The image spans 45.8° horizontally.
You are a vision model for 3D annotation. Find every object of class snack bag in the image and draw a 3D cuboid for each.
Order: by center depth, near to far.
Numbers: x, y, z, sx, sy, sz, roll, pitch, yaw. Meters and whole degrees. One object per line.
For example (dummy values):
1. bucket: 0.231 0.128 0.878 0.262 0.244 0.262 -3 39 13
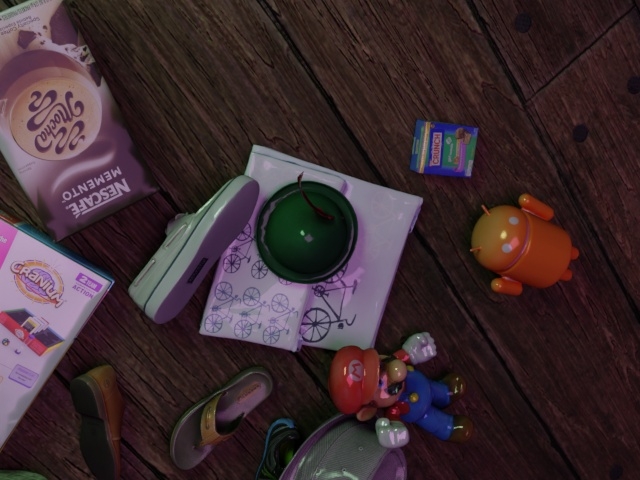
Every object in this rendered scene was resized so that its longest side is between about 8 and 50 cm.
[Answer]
1. snack bag: -0.007 0.038 1.290 0.342 0.037 0.323 15 95 -25

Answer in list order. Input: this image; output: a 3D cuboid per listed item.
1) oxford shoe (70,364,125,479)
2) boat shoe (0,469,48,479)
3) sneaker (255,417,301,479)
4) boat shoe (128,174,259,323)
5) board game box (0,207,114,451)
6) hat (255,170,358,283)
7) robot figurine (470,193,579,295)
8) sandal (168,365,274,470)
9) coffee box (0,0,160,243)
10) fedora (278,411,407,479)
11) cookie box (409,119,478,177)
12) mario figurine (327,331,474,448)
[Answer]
1. oxford shoe: -0.336 0.295 1.200 0.076 0.076 0.213 -35 132 -54
2. boat shoe: -0.632 0.419 1.043 0.499 0.186 0.156 6 94 -28
3. sneaker: -0.070 0.408 1.324 0.067 0.078 0.188 6 100 -23
4. boat shoe: -0.200 0.000 1.175 0.268 0.088 0.096 -56 159 5
5. board game box: -0.490 0.124 1.096 0.242 0.064 0.317 35 87 -25
6. hat: 0.000 0.000 1.164 0.208 0.183 0.173 20 93 -24
7. robot figurine: 0.368 0.013 1.387 0.219 0.128 0.158 21 125 -25
8. sandal: -0.163 0.300 1.272 0.219 0.060 0.090 -37 112 -11
9. coffee box: -0.368 -0.169 1.049 0.168 0.119 0.297 -30 111 -14
10. fedora: 0.054 0.430 1.309 0.275 0.124 0.244 -38 126 -34
11. cookie box: 0.217 -0.161 1.334 0.107 0.040 0.092 2 102 -22
12. mario figurine: 0.156 0.257 1.309 0.320 0.198 0.170 23 100 -35
